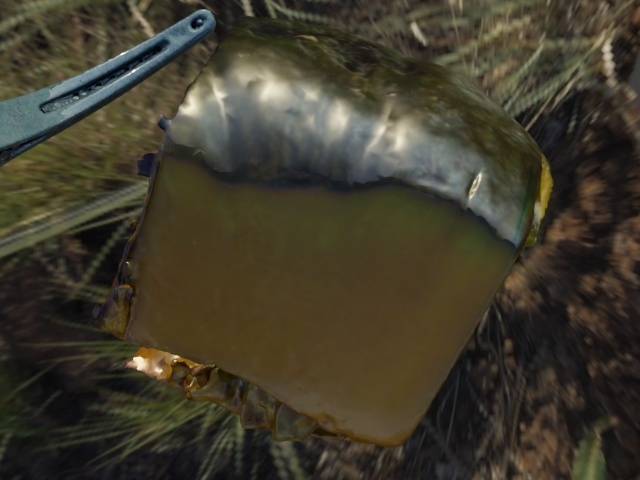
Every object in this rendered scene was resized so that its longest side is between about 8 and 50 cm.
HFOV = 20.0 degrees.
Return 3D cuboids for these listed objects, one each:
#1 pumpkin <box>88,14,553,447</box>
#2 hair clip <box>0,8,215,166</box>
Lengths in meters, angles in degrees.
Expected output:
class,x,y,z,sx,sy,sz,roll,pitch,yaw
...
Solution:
class,x,y,z,sx,sy,sz,roll,pitch,yaw
pumpkin,0.000,0.000,1.146,0.225,0.303,0.256,26,85,-1
hair clip,-0.202,-0.133,1.549,0.275,0.083,0.048,-34,79,-33
